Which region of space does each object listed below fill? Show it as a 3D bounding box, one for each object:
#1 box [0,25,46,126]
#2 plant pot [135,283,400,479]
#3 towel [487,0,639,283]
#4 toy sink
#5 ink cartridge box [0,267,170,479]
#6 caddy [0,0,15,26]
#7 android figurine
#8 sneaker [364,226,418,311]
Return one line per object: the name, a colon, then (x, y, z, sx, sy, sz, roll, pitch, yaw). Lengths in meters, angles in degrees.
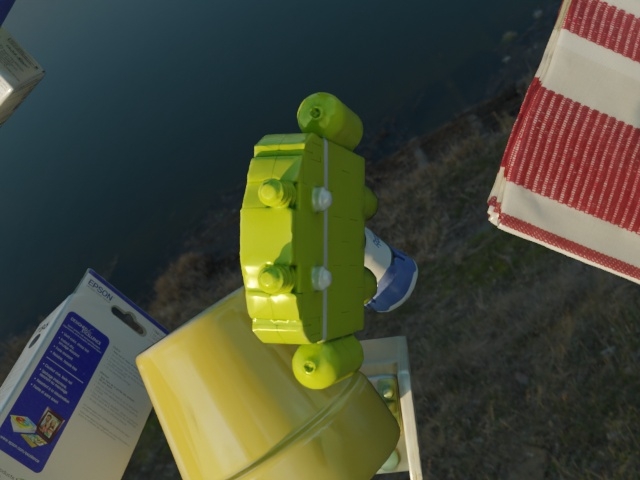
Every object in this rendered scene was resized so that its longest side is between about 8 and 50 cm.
box: (-0.434, -0.204, 1.000, 0.137, 0.126, 0.072, -35, 12, 32)
plant pot: (-0.076, 0.184, 0.921, 0.254, 0.239, 0.254, -33, 1, 1)
towel: (0.296, -0.126, 0.679, 0.037, 0.237, 0.329, -171, 102, -82)
toy sink: (0.066, 0.235, 1.131, 0.131, 0.153, 0.234, -8, 5, 5)
ink cartridge box: (-0.292, 0.204, 0.951, 0.065, 0.165, 0.333, -30, 27, 36)
caddy: (-0.249, -0.119, 0.265, 0.341, 0.241, 0.179, 108, -173, -77)
android figurine: (0.000, 0.000, 0.698, 0.056, 0.273, 0.248, 0, 87, 17)
sneaker: (-0.005, -0.014, 1.263, 0.315, 0.182, 0.127, 24, 76, 49)
